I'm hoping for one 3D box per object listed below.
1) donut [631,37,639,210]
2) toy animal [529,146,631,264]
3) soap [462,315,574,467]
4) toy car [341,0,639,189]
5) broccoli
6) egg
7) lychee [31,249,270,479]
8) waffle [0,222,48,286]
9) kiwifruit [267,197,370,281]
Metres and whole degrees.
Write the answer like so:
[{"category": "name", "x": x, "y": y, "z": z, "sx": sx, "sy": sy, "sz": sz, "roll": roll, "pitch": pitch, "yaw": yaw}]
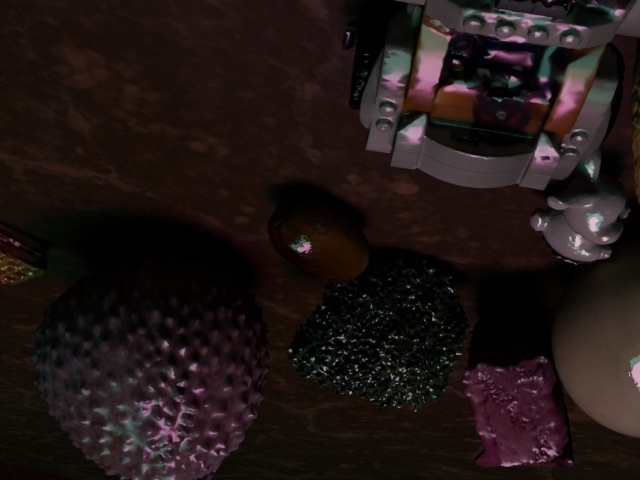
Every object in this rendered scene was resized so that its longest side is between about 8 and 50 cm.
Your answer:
[{"category": "donut", "x": 0.277, "y": -0.067, "z": 0.606, "sx": 0.085, "sy": 0.141, "sz": 0.217, "roll": 1, "pitch": 150, "yaw": 28}, {"category": "toy animal", "x": 0.241, "y": -0.031, "z": 0.743, "sx": 0.085, "sy": 0.071, "sz": 0.124, "roll": 25, "pitch": 163, "yaw": 6}, {"category": "soap", "x": 0.253, "y": 0.186, "z": 1.036, "sx": 0.112, "sy": 0.182, "sz": 0.289, "roll": -6, "pitch": -171, "yaw": 17}, {"category": "toy car", "x": 0.114, "y": -0.143, "z": 0.502, "sx": 0.193, "sy": 0.118, "sz": 0.301, "roll": 10, "pitch": 153, "yaw": 0}, {"category": "broccoli", "x": 0.062, "y": 0.110, "z": 0.996, "sx": 0.220, "sy": 0.194, "sz": 0.194, "roll": -14, "pitch": 157, "yaw": -13}, {"category": "egg", "x": 0.333, "y": 0.098, "z": 0.843, "sx": 0.188, "sy": 0.188, "sz": 0.253, "roll": -1, "pitch": 149, "yaw": 16}, {"category": "lychee", "x": -0.200, "y": 0.150, "z": 0.991, "sx": 0.300, "sy": 0.300, "sz": 0.300, "roll": 6, "pitch": 154, "yaw": 3}, {"category": "waffle", "x": -0.417, "y": 0.007, "z": 1.007, "sx": 0.102, "sy": 0.042, "sz": 0.148, "roll": -17, "pitch": 145, "yaw": 36}, {"category": "kiwifruit", "x": 0.000, "y": 0.000, "z": 0.860, "sx": 0.124, "sy": 0.075, "sz": 0.075, "roll": 32, "pitch": 144, "yaw": -34}]
